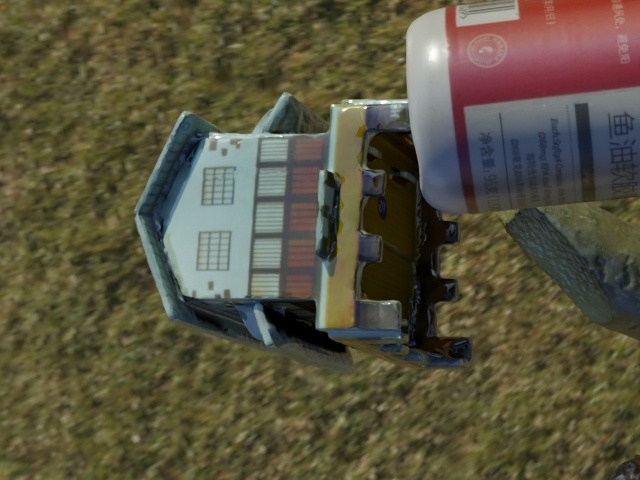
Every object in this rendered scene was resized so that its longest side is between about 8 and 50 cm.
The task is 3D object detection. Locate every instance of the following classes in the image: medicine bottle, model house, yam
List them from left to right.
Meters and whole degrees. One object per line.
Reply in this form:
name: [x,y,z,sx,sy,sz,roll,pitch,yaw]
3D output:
model house: [0.000,0.000,1.234,0.215,0.224,0.198,2,81,23]
medicine bottle: [0.181,-0.090,0.954,0.250,0.131,0.131,-5,99,9]
yam: [0.270,0.031,1.380,0.259,0.106,0.106,20,112,-12]

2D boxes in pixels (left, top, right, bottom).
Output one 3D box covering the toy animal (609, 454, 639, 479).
toy animal: [0.240,0.163,0.938,0.114,0.255,0.116,-27,75,2]
